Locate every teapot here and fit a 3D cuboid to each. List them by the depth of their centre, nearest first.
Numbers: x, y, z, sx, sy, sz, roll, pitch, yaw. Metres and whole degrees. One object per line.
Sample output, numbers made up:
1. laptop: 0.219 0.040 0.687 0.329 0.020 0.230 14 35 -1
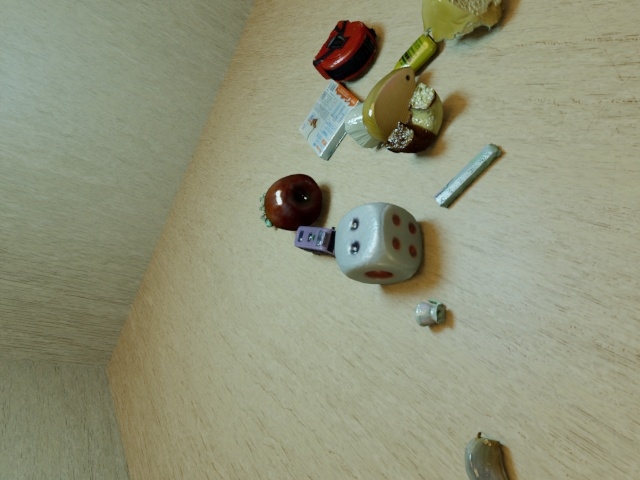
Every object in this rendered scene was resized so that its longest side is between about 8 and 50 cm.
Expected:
1. teapot: 0.287 0.184 1.103 0.064 0.064 0.083 -10 34 41

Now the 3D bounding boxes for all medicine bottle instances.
1. medicine bottle: 0.284 -0.583 1.460 0.260 0.064 0.095 -42 44 33

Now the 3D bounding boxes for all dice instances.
1. dice: 0.165 0.013 1.221 0.194 0.193 0.192 -21 59 47

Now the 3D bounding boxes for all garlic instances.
1. garlic: 0.341 0.478 0.880 0.084 0.066 0.152 -31 49 38

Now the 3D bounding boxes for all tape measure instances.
1. tape measure: 0.104 -0.761 1.703 0.260 0.114 0.253 31 87 50

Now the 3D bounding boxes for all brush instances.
1. brush: 0.211 -0.444 1.413 0.166 0.174 0.267 12 75 63

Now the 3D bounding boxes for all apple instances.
1. apple: -0.108 -0.138 1.623 0.234 0.234 0.234 -26 54 43

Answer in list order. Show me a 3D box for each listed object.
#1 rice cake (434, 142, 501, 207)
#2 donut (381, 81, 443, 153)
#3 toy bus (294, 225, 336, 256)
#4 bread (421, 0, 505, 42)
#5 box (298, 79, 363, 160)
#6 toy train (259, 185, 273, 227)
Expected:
1. rice cake: 0.394 -0.174 1.150 0.211 0.034 0.043 -49 44 25
2. donut: 0.298 -0.346 1.274 0.085 0.141 0.217 34 101 43
3. toy bus: 0.000 0.000 1.506 0.198 0.108 0.096 7 79 53
4. bread: 0.426 -0.679 1.274 0.183 0.224 0.211 -38 83 -3
5. box: 0.037 -0.499 1.746 0.265 0.048 0.273 -52 40 20
6. toy train: -0.204 -0.152 1.867 0.125 0.080 0.194 -30 50 35
